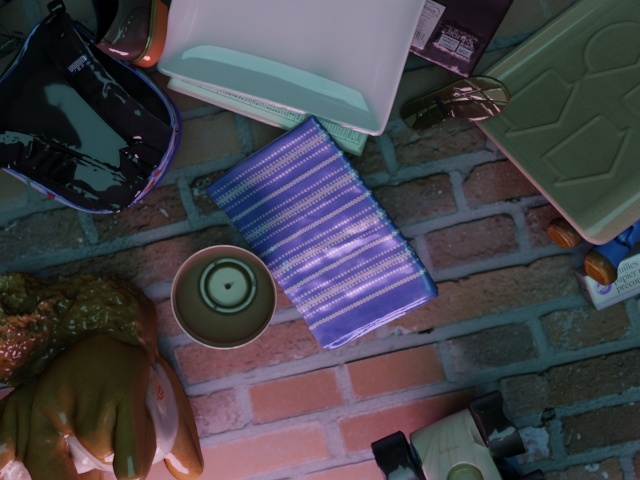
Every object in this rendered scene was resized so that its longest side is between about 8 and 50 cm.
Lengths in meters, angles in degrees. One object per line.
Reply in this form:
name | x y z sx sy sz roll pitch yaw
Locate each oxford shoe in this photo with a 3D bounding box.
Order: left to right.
oxford shoe | -0.272 -0.382 1.437 0.098 0.097 0.271 9 70 -42

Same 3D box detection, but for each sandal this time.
sandal | 0.208 -0.218 1.590 0.180 0.049 0.072 -12 118 35

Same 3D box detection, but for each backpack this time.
backpack | -0.344 -0.167 1.525 0.263 0.213 0.276 36 98 3

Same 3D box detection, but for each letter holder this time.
letter holder | 0.130 -0.411 1.551 0.302 0.214 0.152 24 128 -5

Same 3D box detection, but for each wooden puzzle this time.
wooden puzzle | 0.434 -0.194 1.549 0.322 0.080 0.348 -37 57 3

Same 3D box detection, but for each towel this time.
towel | 0.000 0.000 1.579 0.243 0.040 0.336 -29 103 35

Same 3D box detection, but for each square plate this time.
square plate | -0.026 -0.350 1.433 0.344 0.049 0.347 16 117 -4

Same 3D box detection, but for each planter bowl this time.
planter bowl | -0.148 0.080 1.614 0.162 0.109 0.162 0 97 -1

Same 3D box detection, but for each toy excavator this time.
toy excavator | 0.291 0.512 1.646 0.222 0.445 0.432 -25 56 3

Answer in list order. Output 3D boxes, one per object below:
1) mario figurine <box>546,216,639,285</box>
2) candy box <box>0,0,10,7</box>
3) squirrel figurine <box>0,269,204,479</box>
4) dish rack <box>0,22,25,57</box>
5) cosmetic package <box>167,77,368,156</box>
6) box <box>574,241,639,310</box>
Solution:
mario figurine | 0.515 -0.075 1.611 0.320 0.170 0.198 -42 113 -1
candy box | -0.594 -0.463 1.448 0.122 0.268 0.317 -32 97 -1
squirrel figurine | -0.424 0.242 1.585 0.371 0.281 0.396 -14 84 11
dish rack | -0.541 -0.266 1.473 0.208 0.271 0.074 -31 96 4
cosmetic package | -0.059 -0.253 1.571 0.310 0.113 0.160 21 96 -4
box | 0.573 0.017 1.650 0.324 0.067 0.063 -23 98 1
